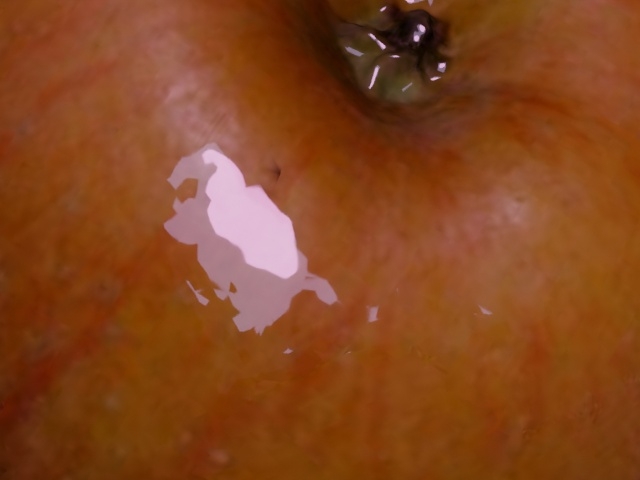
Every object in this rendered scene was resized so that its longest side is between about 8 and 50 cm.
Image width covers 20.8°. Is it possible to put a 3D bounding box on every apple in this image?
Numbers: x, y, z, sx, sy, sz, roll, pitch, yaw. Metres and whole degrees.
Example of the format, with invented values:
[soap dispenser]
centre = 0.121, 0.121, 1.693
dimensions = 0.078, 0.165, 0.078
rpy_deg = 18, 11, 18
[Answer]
[apple]
centre = 0.000, 0.000, 0.675
dimensions = 0.400, 0.333, 0.400
rpy_deg = 1, 77, -4
